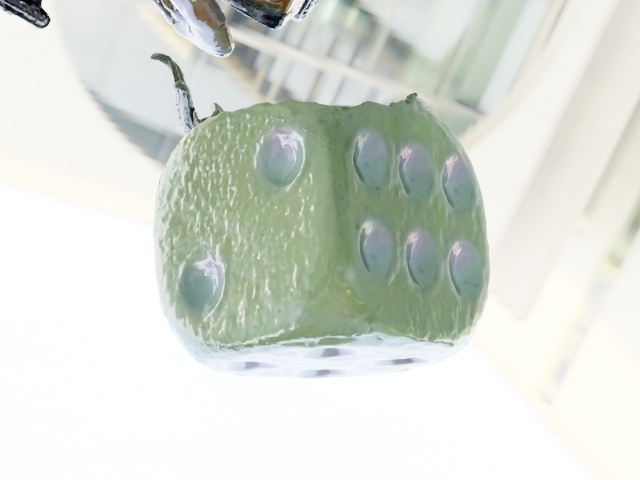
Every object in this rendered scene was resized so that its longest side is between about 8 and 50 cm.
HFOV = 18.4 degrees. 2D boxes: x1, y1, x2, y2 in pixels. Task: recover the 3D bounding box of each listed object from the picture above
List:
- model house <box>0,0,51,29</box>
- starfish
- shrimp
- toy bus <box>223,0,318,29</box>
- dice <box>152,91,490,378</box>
[{"bbox_3d":[-0.302,-0.316,1.931,0.106,0.152,0.165,45,-172,33],"label":"model house"},{"bbox_3d":[-0.117,-0.120,2.146,0.208,0.053,0.176,55,-166,-12],"label":"starfish"},{"bbox_3d":[-0.169,-0.261,1.870,0.251,0.052,0.143,50,166,18],"label":"shrimp"},{"bbox_3d":[-0.017,-0.369,2.157,0.162,0.194,0.323,35,-151,5],"label":"toy bus"},{"bbox_3d":[0.000,0.000,1.937,0.249,0.254,0.252,-14,165,38],"label":"dice"}]
